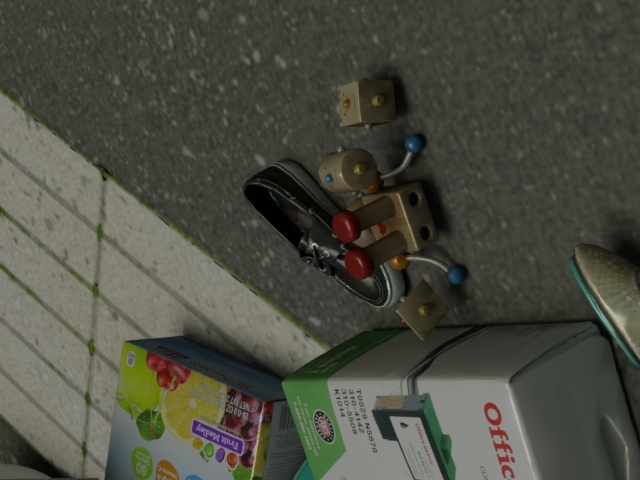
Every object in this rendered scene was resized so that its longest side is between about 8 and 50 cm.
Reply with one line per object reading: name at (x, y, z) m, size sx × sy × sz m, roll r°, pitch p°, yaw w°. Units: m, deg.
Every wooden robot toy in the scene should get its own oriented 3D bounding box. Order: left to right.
wooden robot toy at (0.030, -0.018, 0.998) m, size 0.079 × 0.076 × 0.173 m, roll -3°, pitch 107°, yaw 61°

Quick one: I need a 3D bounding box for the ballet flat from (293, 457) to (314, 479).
ballet flat at (0.000, 0.259, 1.132) m, size 0.086 × 0.086 × 0.248 m, roll 14°, pitch 80°, yaw 44°

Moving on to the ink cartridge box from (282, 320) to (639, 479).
ink cartridge box at (0.095, 0.144, 0.987) m, size 0.219 × 0.093 × 0.160 m, roll -8°, pitch 104°, yaw 51°

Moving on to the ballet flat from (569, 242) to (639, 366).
ballet flat at (0.207, 0.064, 0.861) m, size 0.052 × 0.057 × 0.168 m, roll -34°, pitch 86°, yaw 24°

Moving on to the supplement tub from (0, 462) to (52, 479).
supplement tub at (-0.333, 0.413, 1.511) m, size 0.235 × 0.235 × 0.324 m, roll 25°, pitch 127°, yaw 39°

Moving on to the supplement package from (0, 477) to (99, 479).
supplement package at (-0.218, 0.321, 1.173) m, size 0.134 × 0.139 × 0.244 m, roll -46°, pitch 57°, yaw 28°

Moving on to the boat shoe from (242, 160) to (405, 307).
boat shoe at (0.000, 0.000, 1.060) m, size 0.142 × 0.040 × 0.049 m, roll 45°, pitch 137°, yaw 24°

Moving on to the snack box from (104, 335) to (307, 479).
snack box at (-0.096, 0.199, 1.208) m, size 0.174 × 0.070 × 0.207 m, roll 17°, pitch 103°, yaw 43°
